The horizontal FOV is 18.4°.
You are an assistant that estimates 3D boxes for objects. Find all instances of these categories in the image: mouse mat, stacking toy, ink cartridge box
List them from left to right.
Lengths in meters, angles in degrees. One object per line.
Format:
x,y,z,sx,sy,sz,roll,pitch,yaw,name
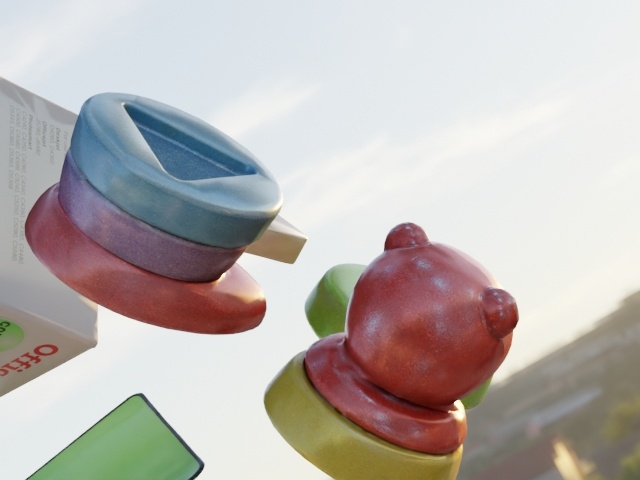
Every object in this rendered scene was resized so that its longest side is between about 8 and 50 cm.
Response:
-0.320,-0.016,1.414,0.198,0.197,0.270,-28,-38,35,ink cartridge box
-0.173,0.191,1.526,0.152,0.007,0.190,-38,23,-8,mouse mat
0.000,0.000,1.202,0.130,0.309,0.279,-61,-13,19,stacking toy
